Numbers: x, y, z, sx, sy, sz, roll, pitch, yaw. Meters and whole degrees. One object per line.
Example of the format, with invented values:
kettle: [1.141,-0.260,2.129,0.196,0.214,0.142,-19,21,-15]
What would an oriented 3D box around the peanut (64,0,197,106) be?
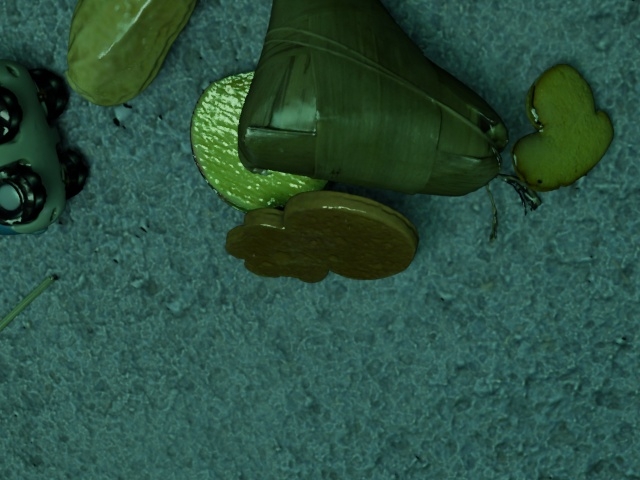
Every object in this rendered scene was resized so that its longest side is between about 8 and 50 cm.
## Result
peanut: [-0.250,-0.326,1.494,0.147,0.147,0.305,34,107,-1]

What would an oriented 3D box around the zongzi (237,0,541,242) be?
zongzi: [0.127,-0.237,1.467,0.447,0.181,0.418,10,79,-12]

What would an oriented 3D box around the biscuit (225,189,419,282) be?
biscuit: [0.000,-0.001,1.532,0.288,0.044,0.202,-10,144,38]

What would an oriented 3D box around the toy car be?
toy car: [-0.465,-0.127,1.561,0.190,0.188,0.255,-7,107,18]

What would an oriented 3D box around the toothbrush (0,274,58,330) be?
toothbrush: [-0.518,0.143,1.731,0.294,0.026,0.028,-35,82,17]

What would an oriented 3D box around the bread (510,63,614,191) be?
bread: [0.302,-0.148,1.455,0.187,0.065,0.149,-35,107,-27]

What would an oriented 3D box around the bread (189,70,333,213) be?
bread: [-0.075,-0.143,1.569,0.228,0.033,0.229,3,108,10]
